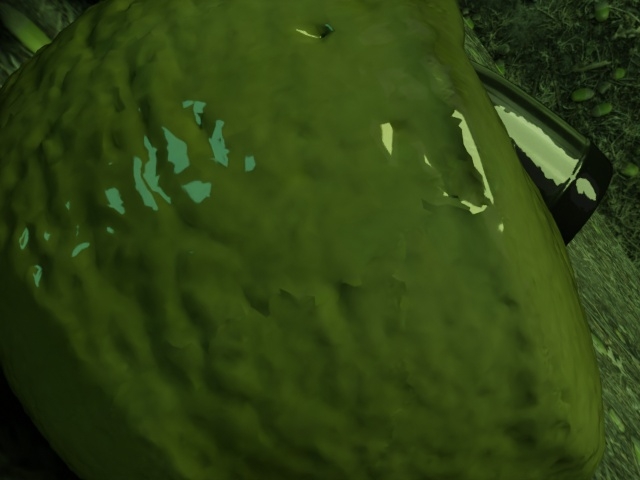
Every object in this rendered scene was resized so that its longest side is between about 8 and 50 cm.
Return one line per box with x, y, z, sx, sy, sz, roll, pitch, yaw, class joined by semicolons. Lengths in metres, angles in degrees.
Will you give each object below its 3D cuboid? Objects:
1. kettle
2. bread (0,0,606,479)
0.127;-0.103;0.953;0.271;0.207;0.250;41;29;-7;kettle
-0.010;0.005;0.460;0.320;0.237;0.320;57;19;-32;bread
